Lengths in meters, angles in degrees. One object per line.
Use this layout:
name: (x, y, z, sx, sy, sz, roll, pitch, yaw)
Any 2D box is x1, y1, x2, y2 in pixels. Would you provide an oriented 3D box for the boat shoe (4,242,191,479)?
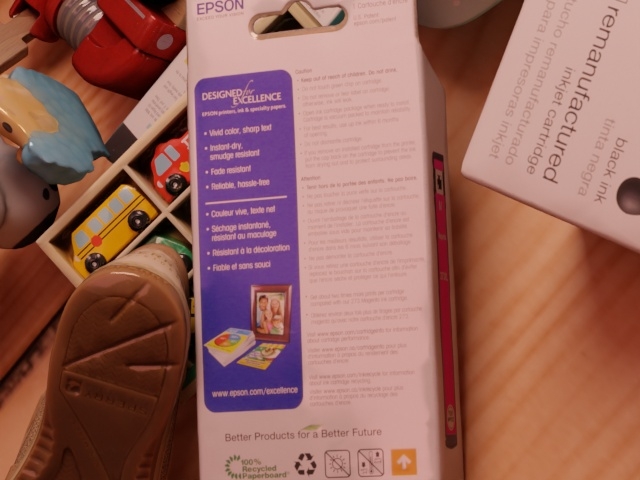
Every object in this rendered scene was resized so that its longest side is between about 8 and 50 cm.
boat shoe: (-0.162, 0.166, 1.391, 0.122, 0.110, 0.341, 22, 107, 1)

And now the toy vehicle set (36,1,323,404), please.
toy vehicle set: (-0.060, -0.029, 1.415, 0.267, 0.035, 0.166, -44, 86, 10)

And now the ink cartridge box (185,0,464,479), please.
ink cartridge box: (0.000, 0.000, 1.325, 0.176, 0.069, 0.370, -4, 86, 21)

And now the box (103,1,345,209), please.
box: (-0.054, -0.124, 1.477, 0.244, 0.060, 0.100, -49, 54, 10)

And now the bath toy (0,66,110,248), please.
bath toy: (-0.305, 0.025, 1.502, 0.348, 0.151, 0.129, -48, 51, 24)

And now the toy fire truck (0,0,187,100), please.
toy fire truck: (-0.200, -0.175, 1.560, 0.217, 0.158, 0.246, 47, 110, 36)

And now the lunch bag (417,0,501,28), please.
lunch bag: (0.074, -0.289, 1.401, 0.224, 0.108, 0.279, -35, 52, -13)

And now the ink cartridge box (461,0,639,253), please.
ink cartridge box: (0.321, -0.093, 1.138, 0.395, 0.166, 0.285, 26, 99, 37)
